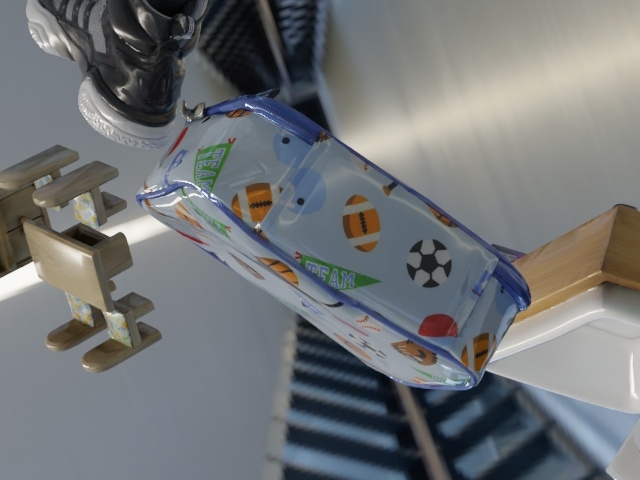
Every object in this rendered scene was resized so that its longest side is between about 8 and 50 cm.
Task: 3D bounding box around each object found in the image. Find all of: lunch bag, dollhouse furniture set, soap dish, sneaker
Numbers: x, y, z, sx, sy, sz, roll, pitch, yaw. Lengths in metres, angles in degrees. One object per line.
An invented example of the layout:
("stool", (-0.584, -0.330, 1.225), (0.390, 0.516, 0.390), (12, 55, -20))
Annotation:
("lunch bag", (0.000, 0.000, 1.214), (0.303, 0.115, 0.243), (37, 168, -14))
("dollhouse furniture set", (-0.322, 0.023, 1.676), (0.242, 0.161, 0.212), (21, 131, 45))
("soap dish", (0.300, 0.073, 1.494), (0.291, 0.228, 0.118), (143, 142, -64))
("sneaker", (-0.176, -0.211, 1.379), (0.101, 0.153, 0.269), (9, -147, -37))

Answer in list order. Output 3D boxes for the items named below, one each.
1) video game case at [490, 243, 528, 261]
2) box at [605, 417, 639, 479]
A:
("video game case", (0.339, 0.082, 2.101), (0.196, 0.274, 0.026), (114, 173, -69))
("box", (0.405, 0.155, 1.230), (0.262, 0.231, 0.127), (22, -168, -34))
